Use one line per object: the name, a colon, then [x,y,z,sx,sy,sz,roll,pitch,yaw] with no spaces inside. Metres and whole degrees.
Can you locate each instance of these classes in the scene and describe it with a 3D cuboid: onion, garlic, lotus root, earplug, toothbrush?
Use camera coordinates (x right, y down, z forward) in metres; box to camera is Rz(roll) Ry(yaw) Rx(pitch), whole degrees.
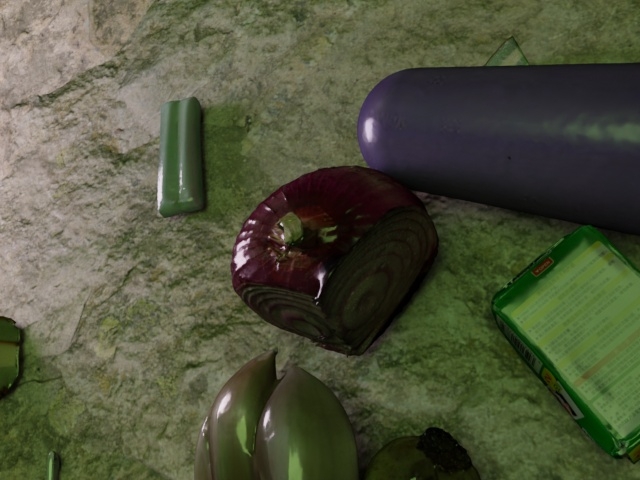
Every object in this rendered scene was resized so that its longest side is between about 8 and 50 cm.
onion: [0.008,0.010,1.040,0.256,0.272,0.230,-31,42,-28]
garlic: [-0.067,0.300,0.981,0.279,0.132,0.324,-6,78,42]
lotus root: [0.104,0.329,0.926,0.138,0.138,0.214,37,94,31]
earplug: [0.259,-0.135,1.001,0.456,0.215,0.215,11,75,31]
toothbrush: [-0.412,0.457,1.168,0.026,0.022,0.262,-9,67,8]

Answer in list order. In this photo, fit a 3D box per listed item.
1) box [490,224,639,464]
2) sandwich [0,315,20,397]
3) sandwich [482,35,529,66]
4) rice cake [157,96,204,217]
box: [0.341,0.121,0.915,0.180,0.103,0.250,-41,61,5]
sandwich: [-0.666,0.223,1.330,0.198,0.228,0.155,-37,54,49]
sandwich: [0.246,-0.227,1.109,0.117,0.074,0.074,-27,61,12]
rice cake: [-0.241,-0.149,1.317,0.080,0.042,0.221,-14,64,20]
